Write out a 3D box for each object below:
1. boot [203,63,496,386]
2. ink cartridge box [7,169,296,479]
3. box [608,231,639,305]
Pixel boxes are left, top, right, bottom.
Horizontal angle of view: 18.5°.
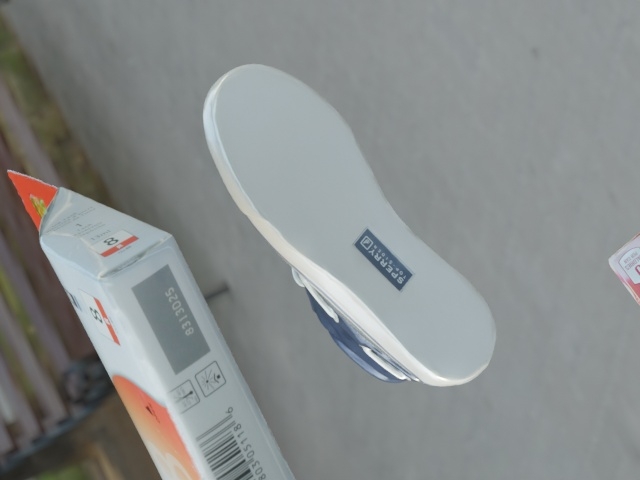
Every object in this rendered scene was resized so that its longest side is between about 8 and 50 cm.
[{"bbox_3d":[0.000,0.000,0.962,0.190,0.069,0.086,51,157,-10],"label":"boot"},{"bbox_3d":[-0.093,0.048,0.896,0.179,0.045,0.145,17,137,55],"label":"ink cartridge box"},{"bbox_3d":[0.380,-0.013,1.424,0.154,0.300,0.142,54,-167,15],"label":"box"}]
